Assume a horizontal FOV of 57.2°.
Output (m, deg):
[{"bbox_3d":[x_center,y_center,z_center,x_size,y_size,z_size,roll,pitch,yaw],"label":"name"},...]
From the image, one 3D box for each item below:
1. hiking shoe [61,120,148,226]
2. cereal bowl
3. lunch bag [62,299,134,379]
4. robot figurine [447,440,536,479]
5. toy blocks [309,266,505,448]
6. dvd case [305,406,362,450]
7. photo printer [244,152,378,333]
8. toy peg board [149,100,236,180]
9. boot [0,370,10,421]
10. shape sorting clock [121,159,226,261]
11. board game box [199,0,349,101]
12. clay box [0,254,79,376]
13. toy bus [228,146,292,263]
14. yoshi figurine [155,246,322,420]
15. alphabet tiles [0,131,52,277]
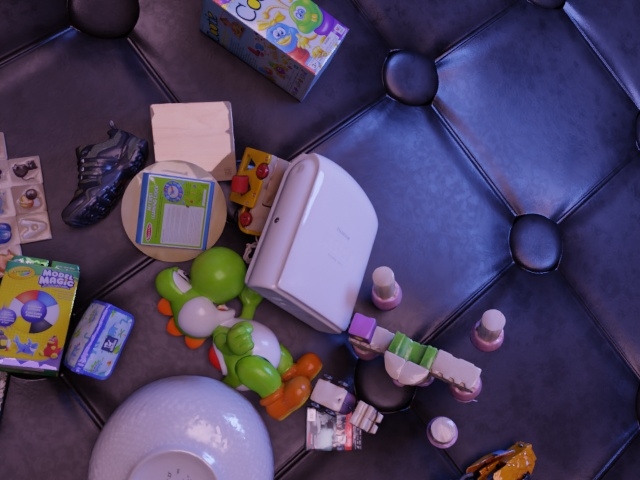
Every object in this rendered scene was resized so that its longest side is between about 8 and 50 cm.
[{"bbox_3d":[-0.445,-0.129,1.163,0.114,0.086,0.227,31,68,7],"label":"hiking shoe"},{"bbox_3d":[-0.248,0.419,1.032,0.339,0.141,0.339,0,90,-4],"label":"cereal bowl"},{"bbox_3d":[-0.405,0.178,1.069,0.096,0.151,0.129,23,74,-9],"label":"lunch bag"},{"bbox_3d":[0.352,0.562,1.228,0.291,0.085,0.211,-26,87,-18],"label":"robot figurine"},{"bbox_3d":[0.179,0.258,1.172,0.288,0.260,0.309,22,72,17],"label":"toy blocks"},{"bbox_3d":[0.028,0.389,1.214,0.119,0.013,0.087,3,79,-15],"label":"dvd case"},{"bbox_3d":[0.000,0.000,1.166,0.256,0.107,0.307,41,60,-44],"label":"photo printer"},{"bbox_3d":[-0.265,-0.201,1.225,0.161,0.079,0.161,-6,97,-15],"label":"toy peg board"},{"bbox_3d":[-0.653,0.261,1.003,0.208,0.076,0.190,10,59,-19],"label":"boot"},{"bbox_3d":[-0.292,-0.059,1.181,0.206,0.040,0.206,-4,102,-21],"label":"shape sorting clock"},{"bbox_3d":[-0.103,-0.456,1.267,0.275,0.144,0.142,34,73,-7],"label":"board game box"},{"bbox_3d":[-0.520,0.127,1.066,0.127,0.053,0.222,12,60,-21],"label":"clay box"},{"bbox_3d":[-0.133,-0.090,1.204,0.202,0.104,0.191,-40,135,-32],"label":"toy bus"},{"bbox_3d":[-0.146,0.152,1.131,0.362,0.203,0.203,42,59,-1],"label":"yoshi figurine"},{"bbox_3d":[-0.702,-0.055,1.110,0.342,0.011,0.285,-11,82,-16],"label":"alphabet tiles"}]
